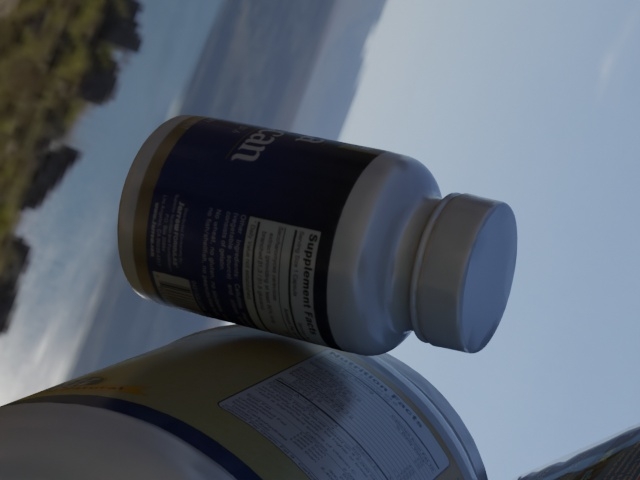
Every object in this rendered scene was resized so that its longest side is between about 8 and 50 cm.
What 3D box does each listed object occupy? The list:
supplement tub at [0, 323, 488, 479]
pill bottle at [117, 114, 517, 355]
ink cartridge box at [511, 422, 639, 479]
[{"bbox_3d":[-0.051,0.160,0.705,0.228,0.228,0.316,-68,164,12],"label":"supplement tub"},{"bbox_3d":[0.000,0.000,0.724,0.094,0.169,0.094,-41,138,-53],"label":"pill bottle"},{"bbox_3d":[0.250,0.278,1.108,0.151,0.270,0.395,-43,-179,-33],"label":"ink cartridge box"}]
